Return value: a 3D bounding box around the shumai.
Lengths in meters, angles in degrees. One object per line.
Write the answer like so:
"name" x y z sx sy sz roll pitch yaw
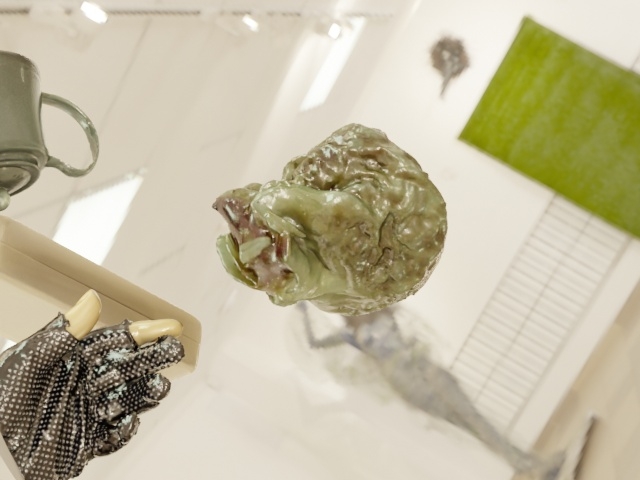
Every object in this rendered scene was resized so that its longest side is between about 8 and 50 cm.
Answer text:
"shumai" 0.001 -0.001 1.224 0.218 0.189 0.256 -18 -31 -32

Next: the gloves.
"gloves" -0.199 0.123 0.941 0.181 0.129 0.106 -29 -10 -26

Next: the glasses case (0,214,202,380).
"glasses case" -0.307 0.085 1.325 0.144 0.336 0.076 -20 52 34

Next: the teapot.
"teapot" -0.352 -0.102 1.164 0.239 0.149 0.162 -10 -19 -36
